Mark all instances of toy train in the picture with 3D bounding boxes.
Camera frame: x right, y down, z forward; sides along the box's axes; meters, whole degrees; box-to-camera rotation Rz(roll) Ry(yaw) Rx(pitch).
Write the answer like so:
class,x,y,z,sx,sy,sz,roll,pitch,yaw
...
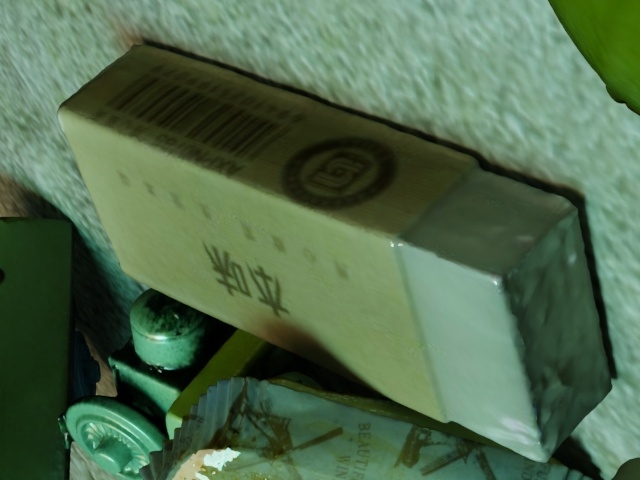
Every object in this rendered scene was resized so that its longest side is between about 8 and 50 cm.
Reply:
class,x,y,z,sx,sy,sz,roll,pitch,yaw
toy train,-0.041,0.188,1.228,0.237,0.150,0.369,21,142,27
toy train,-0.236,0.142,1.316,0.202,0.131,0.299,86,180,-56

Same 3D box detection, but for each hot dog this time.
class,x,y,z,sx,sy,sz,roll,pitch,yaw
hot dog,0.031,0.154,1.031,0.270,0.082,0.162,17,126,-8

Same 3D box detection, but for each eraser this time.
class,x,y,z,sx,sy,sz,roll,pitch,yaw
eraser,0.000,0.000,0.998,0.343,0.078,0.144,22,143,40

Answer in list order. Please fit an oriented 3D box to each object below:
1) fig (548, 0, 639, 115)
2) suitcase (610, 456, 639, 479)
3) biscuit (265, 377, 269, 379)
class,x,y,z,sx,sy,sz,roll,pitch,yaw
fig,0.146,-0.098,0.542,0.203,0.203,0.225,45,145,8
suitcase,0.249,0.247,0.836,0.339,0.194,0.351,8,131,59
biscuit,0.027,0.186,1.108,0.231,0.016,0.139,32,122,-12
